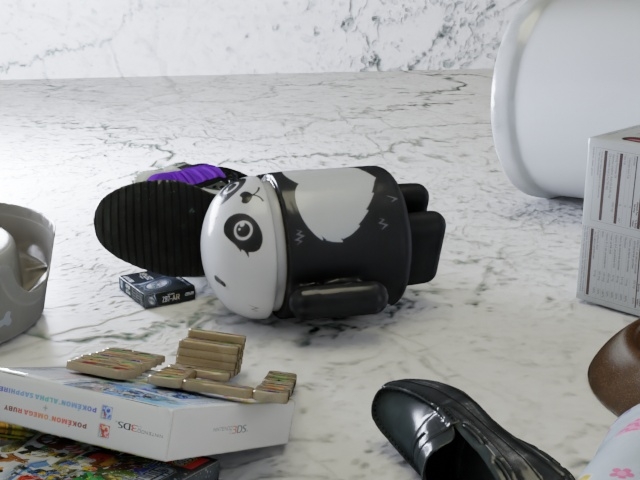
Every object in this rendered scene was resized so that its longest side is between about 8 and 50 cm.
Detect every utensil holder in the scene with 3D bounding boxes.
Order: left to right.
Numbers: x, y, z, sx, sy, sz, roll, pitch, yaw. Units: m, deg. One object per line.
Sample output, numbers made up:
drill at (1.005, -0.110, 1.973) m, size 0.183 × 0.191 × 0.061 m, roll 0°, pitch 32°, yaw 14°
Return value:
utensil holder at (0.500, -0.205, 1.678) m, size 0.385 × 0.328 × 0.327 m, roll 10°, pitch 20°, yaw 40°

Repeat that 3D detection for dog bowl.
dog bowl at (-0.476, 0.044, 1.301) m, size 0.348 × 0.102 × 0.349 m, roll 0°, pitch 18°, yaw 0°

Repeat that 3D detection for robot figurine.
robot figurine at (0.001, -0.001, 1.315) m, size 0.278 × 0.174 × 0.209 m, roll -5°, pitch 0°, yaw -15°

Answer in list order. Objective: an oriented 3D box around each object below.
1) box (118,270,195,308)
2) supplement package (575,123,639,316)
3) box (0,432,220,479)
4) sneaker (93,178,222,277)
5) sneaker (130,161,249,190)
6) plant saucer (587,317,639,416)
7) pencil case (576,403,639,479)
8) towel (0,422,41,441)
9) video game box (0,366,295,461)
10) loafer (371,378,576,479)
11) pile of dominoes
box at (-0.201, 0.058, 1.393) m, size 0.067 × 0.018 × 0.083 m, roll -10°, pitch 20°, yaw -30°
supplement package at (0.449, -0.037, 1.378) m, size 0.145 × 0.204 × 0.261 m, roll 17°, pitch 24°, yaw 42°
box at (-0.199, 0.196, 0.836) m, size 0.159 × 0.044 × 0.233 m, roll 7°, pitch 7°, yaw 23°
sneaker at (-0.128, -0.009, 1.457) m, size 0.330 × 0.123 × 0.146 m, roll 3°, pitch -5°, yaw -16°
sneaker at (-0.170, -0.054, 1.610) m, size 0.146 × 0.102 × 0.293 m, roll 4°, pitch 18°, yaw 12°
plant saucer at (0.423, 0.127, 1.121) m, size 0.310 × 0.050 × 0.310 m, roll -1°, pitch 17°, yaw 0°
pencil case at (0.223, 0.203, 0.769) m, size 0.124 × 0.114 × 0.273 m, roll 19°, pitch 24°, yaw 22°
towel at (-0.356, 0.148, 0.983) m, size 0.237 × 0.021 × 0.102 m, roll 11°, pitch 1°, yaw -23°
video game box at (-0.149, 0.142, 0.967) m, size 0.187 × 0.048 × 0.205 m, roll 5°, pitch -3°, yaw 26°
loafer at (0.109, 0.172, 0.926) m, size 0.078 × 0.076 × 0.223 m, roll -3°, pitch 20°, yaw -36°
pile of dominoes at (-0.119, 0.106, 1.047) m, size 0.195 × 0.040 × 0.251 m, roll 8°, pitch -3°, yaw 1°
